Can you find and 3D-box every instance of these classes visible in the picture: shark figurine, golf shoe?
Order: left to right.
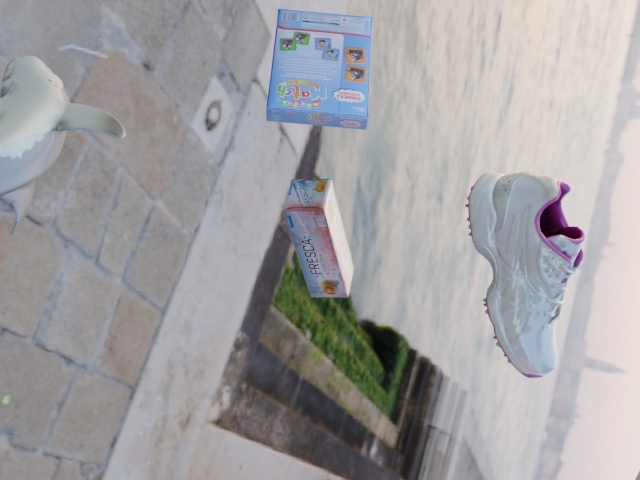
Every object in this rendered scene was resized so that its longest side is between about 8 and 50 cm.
[{"bbox_3d":[-0.267,-0.045,0.582,0.278,0.166,0.116,-48,159,-50],"label":"shark figurine"},{"bbox_3d":[0.296,0.051,1.037,0.115,0.140,0.306,-33,111,-48],"label":"golf shoe"}]

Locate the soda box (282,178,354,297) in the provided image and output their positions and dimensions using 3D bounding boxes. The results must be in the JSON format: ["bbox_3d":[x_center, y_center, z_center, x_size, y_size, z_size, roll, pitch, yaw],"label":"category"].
[{"bbox_3d":[0.000,0.000,1.039,0.183,0.058,0.063,75,21,-45],"label":"soda box"}]

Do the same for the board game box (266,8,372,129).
[{"bbox_3d":[0.001,-0.279,1.225,0.039,0.160,0.211,98,-3,-60],"label":"board game box"}]

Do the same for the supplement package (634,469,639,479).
[{"bbox_3d":[0.623,0.397,1.105,0.175,0.293,0.177,-61,158,-8],"label":"supplement package"}]
